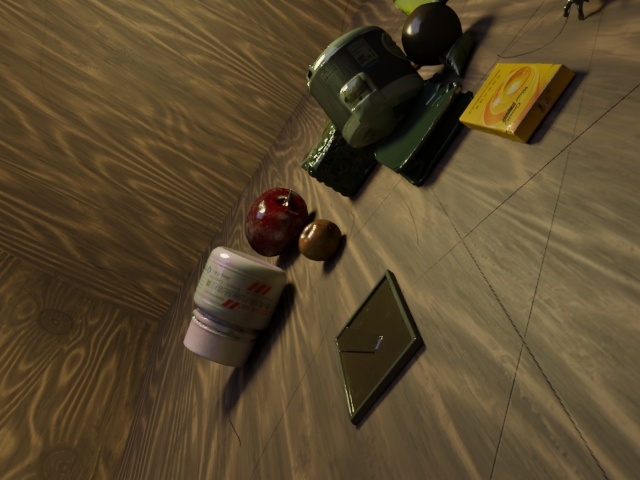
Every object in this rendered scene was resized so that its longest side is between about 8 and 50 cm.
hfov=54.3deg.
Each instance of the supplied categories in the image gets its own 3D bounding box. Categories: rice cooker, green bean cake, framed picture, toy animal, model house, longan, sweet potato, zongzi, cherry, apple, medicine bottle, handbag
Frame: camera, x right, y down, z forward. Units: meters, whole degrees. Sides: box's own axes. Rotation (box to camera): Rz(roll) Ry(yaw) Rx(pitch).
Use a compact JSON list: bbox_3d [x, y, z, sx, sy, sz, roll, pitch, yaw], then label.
[{"bbox_3d":[0.133,-0.416,1.724,0.288,0.277,0.288,-33,-12,-8],"label":"rice cooker"},{"bbox_3d":[0.065,-0.241,1.871,0.181,0.173,0.094,-53,19,16],"label":"green bean cake"},{"bbox_3d":[0.104,0.202,1.256,0.211,0.020,0.289,-54,17,16],"label":"framed picture"},{"bbox_3d":[0.489,-0.477,1.197,0.155,0.219,0.095,8,-84,-69],"label":"toy animal"},{"bbox_3d":[0.381,-0.881,2.197,0.193,0.170,0.211,-58,-13,30],"label":"model house"},{"bbox_3d":[0.307,-0.565,1.718,0.189,0.189,0.189,-52,18,24],"label":"longan"},{"bbox_3d":[0.283,-0.433,1.801,0.179,0.044,0.044,-36,28,45],"label":"sweet potato"},{"bbox_3d":[0.374,-0.486,1.627,0.104,0.052,0.113,-48,32,16],"label":"zongzi"},{"bbox_3d":[-0.157,-0.056,2.168,0.230,0.203,0.300,-79,11,-45],"label":"cherry"},{"bbox_3d":[-0.002,0.002,1.773,0.126,0.102,0.126,-45,22,24],"label":"apple"},{"bbox_3d":[-0.271,0.204,1.938,0.324,0.256,0.256,-67,16,0],"label":"medicine bottle"},{"bbox_3d":[0.256,-0.276,1.546,0.260,0.079,0.247,-56,17,11],"label":"handbag"}]

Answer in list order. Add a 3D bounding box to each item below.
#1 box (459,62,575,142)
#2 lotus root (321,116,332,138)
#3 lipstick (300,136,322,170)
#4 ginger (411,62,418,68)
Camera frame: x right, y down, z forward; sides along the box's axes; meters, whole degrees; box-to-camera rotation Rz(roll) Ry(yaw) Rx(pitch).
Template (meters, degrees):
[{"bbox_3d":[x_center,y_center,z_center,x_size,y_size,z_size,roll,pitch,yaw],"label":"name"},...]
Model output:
[{"bbox_3d":[0.381,-0.283,1.249,0.152,0.044,0.269,-57,16,8],"label":"box"},{"bbox_3d":[0.097,-0.356,2.017,0.275,0.160,0.151,176,99,-72],"label":"lotus root"},{"bbox_3d":[0.047,-0.361,2.303,0.371,0.080,0.076,-37,27,54],"label":"lipstick"},{"bbox_3d":[0.310,-0.582,1.969,0.173,0.051,0.069,-23,36,61],"label":"ginger"}]
